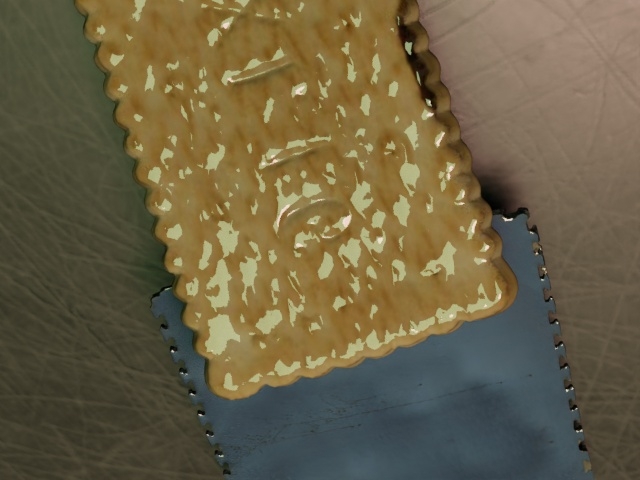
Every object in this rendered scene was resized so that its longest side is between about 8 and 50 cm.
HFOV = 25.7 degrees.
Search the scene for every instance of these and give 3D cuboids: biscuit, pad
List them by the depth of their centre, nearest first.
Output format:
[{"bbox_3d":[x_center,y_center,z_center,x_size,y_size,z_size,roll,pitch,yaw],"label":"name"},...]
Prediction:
[{"bbox_3d":[-0.022,-0.076,0.891,0.217,0.044,0.325,-20,90,12],"label":"biscuit"},{"bbox_3d":[0.044,0.110,0.991,0.270,0.012,0.269,-12,124,7],"label":"pad"}]
